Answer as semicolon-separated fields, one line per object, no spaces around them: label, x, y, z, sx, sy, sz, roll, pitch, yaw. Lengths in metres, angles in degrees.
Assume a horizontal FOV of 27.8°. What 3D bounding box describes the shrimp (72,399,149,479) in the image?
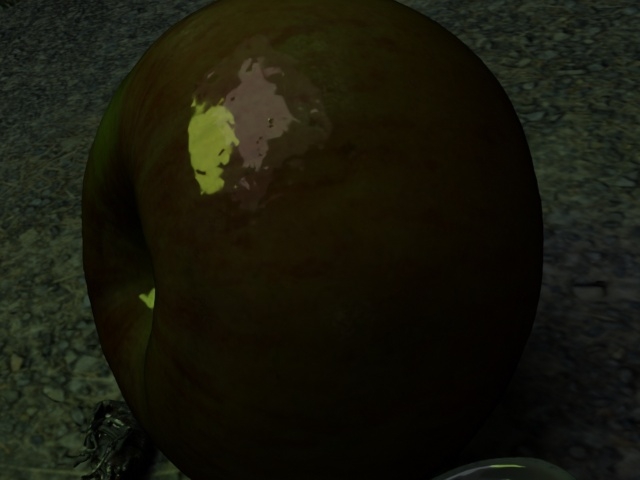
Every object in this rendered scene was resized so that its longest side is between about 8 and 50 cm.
shrimp;-0.190;0.193;1.160;0.065;0.056;0.165;-2;22;6

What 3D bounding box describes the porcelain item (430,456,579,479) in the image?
porcelain item;0.117;0.225;0.825;0.147;0.114;0.147;-18;25;9

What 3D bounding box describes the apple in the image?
apple;0.000;0.000;1.007;0.334;0.400;0.400;-9;22;-27
